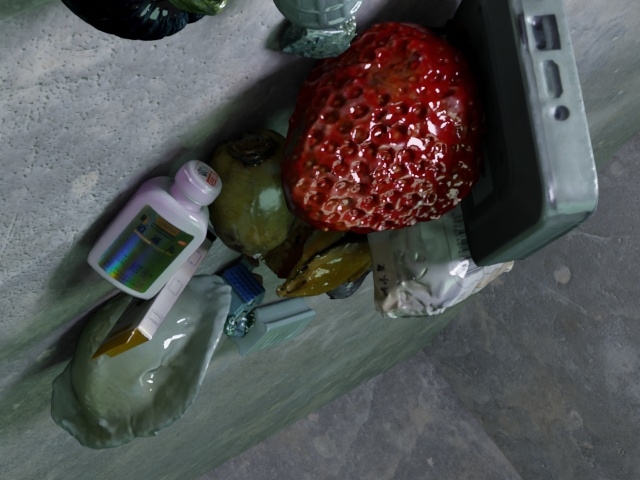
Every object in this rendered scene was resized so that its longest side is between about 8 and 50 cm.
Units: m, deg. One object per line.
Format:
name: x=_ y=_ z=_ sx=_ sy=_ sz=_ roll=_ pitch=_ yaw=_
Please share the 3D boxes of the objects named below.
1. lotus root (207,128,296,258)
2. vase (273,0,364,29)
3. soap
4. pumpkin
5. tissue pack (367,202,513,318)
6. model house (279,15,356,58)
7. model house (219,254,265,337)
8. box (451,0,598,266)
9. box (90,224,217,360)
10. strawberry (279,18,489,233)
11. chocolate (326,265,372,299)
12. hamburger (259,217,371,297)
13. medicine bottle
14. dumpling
lotus root: x=-0.101 y=-0.054 z=1.401 sx=0.154 sy=0.154 sz=0.278 roll=-29 pitch=154 yaw=-25
vase: x=-0.008 y=-0.331 z=0.920 sx=0.143 sy=0.143 sz=0.299 roll=-36 pitch=166 yaw=-6
soap: x=-0.111 y=0.201 z=2.188 sx=0.119 sy=0.066 sz=0.198 roll=-46 pitch=161 yaw=31
pumpkin: x=-0.151 y=-0.262 z=0.802 sx=0.194 sy=0.150 sz=0.194 roll=-5 pitch=140 yaw=-4
tissue pack: x=0.217 y=-0.075 z=1.654 sx=0.195 sy=0.376 sz=0.390 roll=-3 pitch=-170 yaw=39
model house: x=-0.005 y=-0.278 z=1.199 sx=0.083 sy=0.066 sz=0.079 roll=-4 pitch=158 yaw=-31
model house: x=-0.150 y=0.099 z=1.789 sx=0.149 sy=0.119 sz=0.148 roll=-48 pitch=162 yaw=7
box: x=0.274 y=-0.181 z=1.356 sx=0.111 sy=0.396 sz=0.396 roll=-7 pitch=169 yaw=-6
box: x=-0.253 y=0.086 z=1.415 sx=0.129 sy=0.033 sz=0.247 roll=-26 pitch=-153 yaw=48
strawberry: x=0.074 y=-0.153 z=1.311 sx=0.309 sy=0.292 sz=0.292 roll=-13 pitch=158 yaw=-9
chocolate: x=0.081 y=0.042 z=2.102 sx=0.248 sy=0.110 sz=0.110 roll=-45 pitch=162 yaw=32
hamburger: x=0.000 y=0.000 z=1.742 sx=0.244 sy=0.163 sz=0.244 roll=-26 pitch=162 yaw=-9
medicine bottle: x=-0.227 y=-0.020 z=1.307 sx=0.219 sy=0.115 sz=0.078 roll=-45 pitch=-160 yaw=24
dumpling: x=-0.317 y=0.198 z=1.572 sx=0.321 sy=0.211 sz=0.270 roll=-60 pitch=-167 yaw=21
